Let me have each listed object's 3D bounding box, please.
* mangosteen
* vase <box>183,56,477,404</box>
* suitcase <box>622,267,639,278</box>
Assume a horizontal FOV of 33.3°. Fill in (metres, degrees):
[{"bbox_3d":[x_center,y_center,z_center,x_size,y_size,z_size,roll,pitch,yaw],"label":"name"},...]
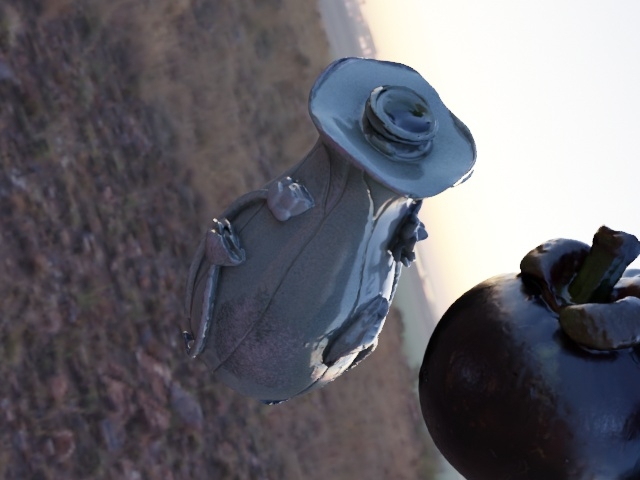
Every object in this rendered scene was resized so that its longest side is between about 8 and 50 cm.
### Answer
[{"bbox_3d":[0.205,0.103,0.910,0.228,0.228,0.265,-98,-157,-58],"label":"mangosteen"},{"bbox_3d":[0.000,0.000,1.232,0.445,0.250,0.250,123,-36,-45],"label":"vase"},{"bbox_3d":[0.574,0.173,1.581,0.339,0.351,0.194,-53,149,-53],"label":"suitcase"}]
